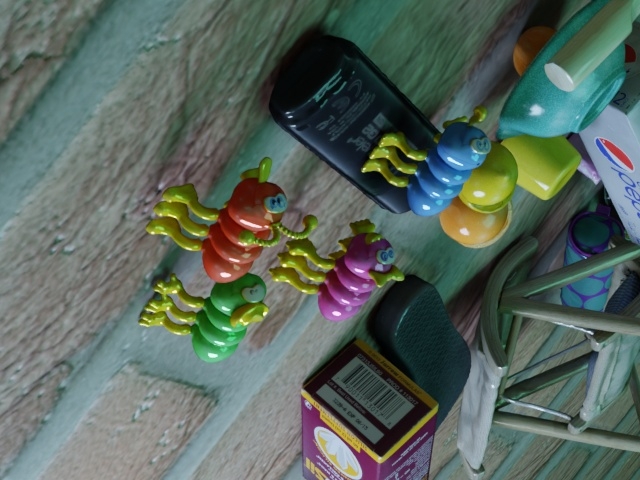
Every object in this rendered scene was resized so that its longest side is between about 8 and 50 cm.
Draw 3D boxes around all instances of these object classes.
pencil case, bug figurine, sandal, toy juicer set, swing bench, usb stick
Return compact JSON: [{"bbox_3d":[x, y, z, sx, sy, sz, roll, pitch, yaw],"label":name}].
[{"bbox_3d":[0.305,0.029,1.817,0.070,0.064,0.151,-61,162,-27],"label":"pencil case"},{"bbox_3d":[0.000,0.000,1.134,0.279,0.072,0.216,-18,152,-38],"label":"bug figurine"},{"bbox_3d":[0.094,0.109,1.584,0.097,0.054,0.254,-49,149,-22],"label":"sandal"},{"bbox_3d":[0.176,-0.123,1.310,0.209,0.089,0.329,-38,163,-36],"label":"toy juicer set"},{"bbox_3d":[0.273,0.120,1.734,0.255,0.165,0.253,-5,146,-6],"label":"swing bench"},{"bbox_3d":[0.036,-0.079,1.185,0.077,0.045,0.278,-44,158,6],"label":"usb stick"}]

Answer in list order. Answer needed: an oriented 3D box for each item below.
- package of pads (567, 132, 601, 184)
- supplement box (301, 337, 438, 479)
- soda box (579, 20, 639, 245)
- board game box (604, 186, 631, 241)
[{"bbox_3d":[0.280,-0.100,1.595,0.083,0.050,0.032,-47,157,-8],"label":"package of pads"},{"bbox_3d":[0.044,0.192,1.532,0.081,0.104,0.188,-40,155,-23],"label":"supplement box"},{"bbox_3d":[0.322,-0.084,1.530,0.091,0.098,0.286,-47,138,-9],"label":"soda box"},{"bbox_3d":[0.404,-0.021,1.862,0.136,0.030,0.259,-7,160,12],"label":"board game box"}]
